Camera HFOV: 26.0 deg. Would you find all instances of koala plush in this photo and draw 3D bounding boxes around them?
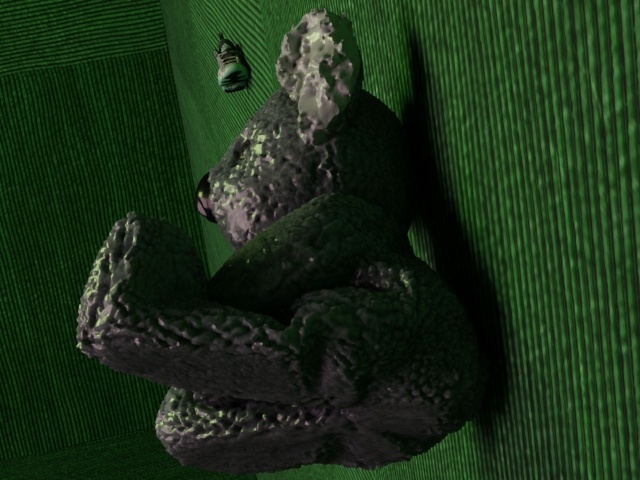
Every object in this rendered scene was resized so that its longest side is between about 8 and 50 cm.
[{"bbox_3d":[0.000,0.000,0.784,0.196,0.203,0.221,68,-155,-55],"label":"koala plush"}]

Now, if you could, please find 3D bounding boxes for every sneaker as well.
[{"bbox_3d":[-0.112,-0.220,1.665,0.098,0.038,0.069,139,119,-81],"label":"sneaker"}]
